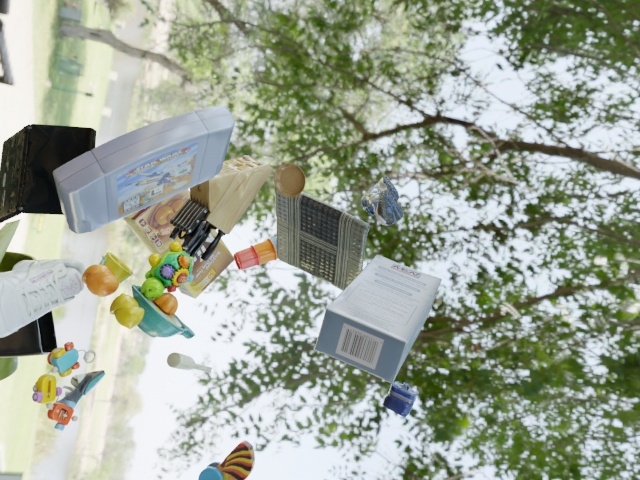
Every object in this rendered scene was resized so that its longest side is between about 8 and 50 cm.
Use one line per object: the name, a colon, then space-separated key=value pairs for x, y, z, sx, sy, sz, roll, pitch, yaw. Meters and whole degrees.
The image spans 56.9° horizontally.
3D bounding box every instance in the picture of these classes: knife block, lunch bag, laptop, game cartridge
knife block: x=-0.257 y=-0.075 z=1.529 sx=0.088 sy=0.276 sz=0.242 roll=28 pitch=-54 yaw=37
lunch bag: x=0.197 y=0.378 z=1.428 sx=0.065 sy=0.067 sz=0.098 roll=-65 pitch=164 yaw=1
laptop: x=-0.706 y=-0.162 z=1.506 sx=0.264 sy=0.137 sz=0.234 roll=-13 pitch=-108 yaw=41
game cartridge: x=-0.283 y=-0.120 z=0.980 sx=0.062 sy=0.297 sz=0.198 roll=59 pitch=-25 yaw=6

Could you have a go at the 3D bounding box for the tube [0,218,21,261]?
tube: x=-0.955 y=0.041 z=1.728 sx=0.062 sy=0.070 sz=0.240 roll=104 pitch=1 yaw=-61

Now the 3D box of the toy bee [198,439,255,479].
toy bee: x=-0.297 y=0.736 z=1.743 sx=0.298 sy=0.162 sz=0.195 roll=-38 pitch=172 yaw=18

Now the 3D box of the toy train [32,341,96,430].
toy train: x=-0.521 y=0.287 z=1.181 sx=0.125 sy=0.046 sz=0.166 roll=55 pitch=43 yaw=-55

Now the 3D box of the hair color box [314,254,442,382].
hair color box: x=0.149 y=0.167 z=1.390 sx=0.374 sy=0.185 sz=0.113 roll=-38 pitch=146 yaw=-62

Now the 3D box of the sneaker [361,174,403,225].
sneaker: x=0.147 y=-0.083 z=1.439 sx=0.081 sy=0.080 sz=0.211 roll=-34 pitch=-164 yaw=19

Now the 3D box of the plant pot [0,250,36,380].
plant pot: x=-1.053 y=0.240 z=1.782 sx=0.366 sy=0.367 sz=0.352 roll=-140 pitch=-128 yaw=-71

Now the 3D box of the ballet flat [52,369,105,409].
ballet flat: x=-0.693 y=0.424 z=1.681 sx=0.203 sy=0.074 sz=0.074 roll=-60 pitch=172 yaw=-59

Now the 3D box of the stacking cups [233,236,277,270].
stacking cups: x=-0.130 y=0.026 z=1.968 sx=0.096 sy=0.316 sz=0.096 roll=52 pitch=-25 yaw=36

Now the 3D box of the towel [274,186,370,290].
towel: x=0.000 y=0.000 z=1.760 sx=0.056 sy=0.312 sz=0.324 roll=-50 pitch=157 yaw=-37

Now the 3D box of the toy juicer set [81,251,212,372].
toy juicer set: x=-0.324 y=0.144 z=1.162 sx=0.089 sy=0.329 sz=0.209 roll=-47 pitch=-177 yaw=-6

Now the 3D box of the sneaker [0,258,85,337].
sneaker: x=-0.570 y=0.096 z=1.179 sx=0.305 sy=0.152 sz=0.114 roll=-101 pitch=-177 yaw=-73

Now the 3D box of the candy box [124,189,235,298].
candy box: x=-0.410 y=-0.003 z=1.746 sx=0.088 sy=0.316 sz=0.183 roll=13 pitch=-129 yaw=47

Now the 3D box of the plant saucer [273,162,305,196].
plant saucer: x=-0.072 y=-0.147 z=1.426 sx=0.015 sy=0.083 sz=0.083 roll=-33 pitch=142 yaw=-65

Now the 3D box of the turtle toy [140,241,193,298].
turtle toy: x=-0.309 y=0.070 z=1.196 sx=0.066 sy=0.130 sz=0.095 roll=34 pitch=-36 yaw=33

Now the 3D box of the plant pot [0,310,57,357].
plant pot: x=-0.803 y=0.220 z=1.539 sx=0.187 sy=0.167 sz=0.188 roll=143 pitch=-63 yaw=-74
